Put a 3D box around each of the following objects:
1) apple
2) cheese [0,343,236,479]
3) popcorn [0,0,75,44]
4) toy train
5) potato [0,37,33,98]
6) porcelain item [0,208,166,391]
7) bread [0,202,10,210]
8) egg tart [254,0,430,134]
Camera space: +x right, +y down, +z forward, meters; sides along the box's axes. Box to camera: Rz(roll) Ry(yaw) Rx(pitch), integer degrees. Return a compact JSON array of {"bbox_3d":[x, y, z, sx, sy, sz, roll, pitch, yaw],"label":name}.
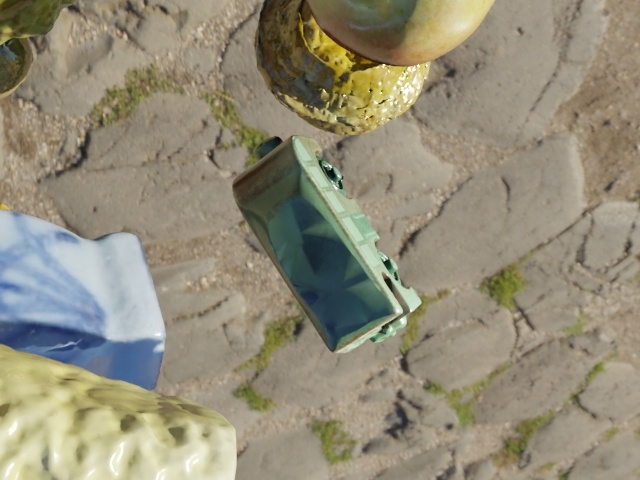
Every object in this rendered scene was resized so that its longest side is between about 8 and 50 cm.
[{"bbox_3d":[0.125,-0.416,1.232,0.319,0.319,0.277,-51,162,23],"label":"apple"},{"bbox_3d":[-0.134,0.102,0.402,0.167,0.093,0.123,17,162,-18],"label":"cheese"},{"bbox_3d":[-0.514,-0.454,1.309,0.279,0.274,0.335,-11,164,-8],"label":"popcorn"},{"bbox_3d":[0.000,0.000,1.131,0.129,0.326,0.159,-34,175,17],"label":"toy train"},{"bbox_3d":[-0.671,-0.369,1.611,0.266,0.229,0.229,-16,140,32],"label":"potato"},{"bbox_3d":[-0.357,0.083,0.745,0.405,0.242,0.178,-3,143,-30],"label":"porcelain item"},{"bbox_3d":[-0.439,0.059,1.016,0.121,0.245,0.174,21,111,-19],"label":"bread"},{"bbox_3d":[0.045,-0.351,1.455,0.341,0.341,0.129,-14,171,-9],"label":"egg tart"}]
